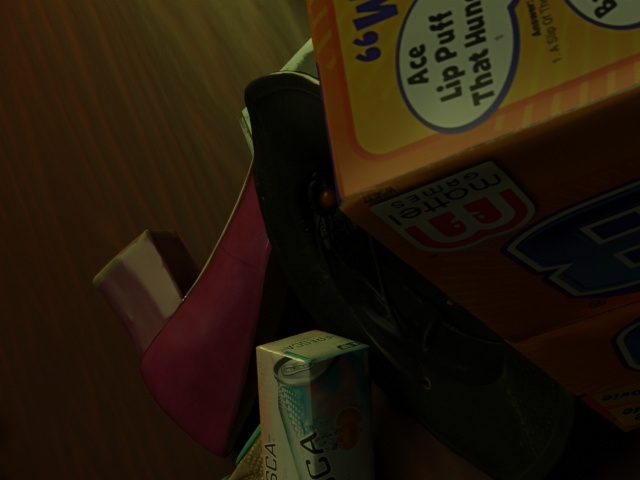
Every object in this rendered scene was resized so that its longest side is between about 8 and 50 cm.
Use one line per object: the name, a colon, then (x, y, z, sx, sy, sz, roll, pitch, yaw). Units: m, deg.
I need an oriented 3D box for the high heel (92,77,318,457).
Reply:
high heel: (0.000, 0.000, 1.199, 0.377, 0.127, 0.181, -40, 79, 24)

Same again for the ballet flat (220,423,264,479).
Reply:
ballet flat: (-0.044, 0.192, 1.184, 0.067, 0.073, 0.206, 45, 114, 17)

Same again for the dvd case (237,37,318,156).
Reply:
dvd case: (-0.018, -0.112, 1.295, 0.119, 0.013, 0.087, -44, 48, 28)

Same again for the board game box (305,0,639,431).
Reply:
board game box: (0.217, -0.163, 0.745, 0.356, 0.356, 0.357, -20, 61, 22)

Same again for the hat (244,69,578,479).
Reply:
hat: (0.090, 0.003, 1.027, 0.134, 0.331, 0.331, -31, 38, -21)

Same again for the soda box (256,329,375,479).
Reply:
soda box: (-0.001, 0.160, 1.091, 0.063, 0.058, 0.183, 12, 110, 49)
